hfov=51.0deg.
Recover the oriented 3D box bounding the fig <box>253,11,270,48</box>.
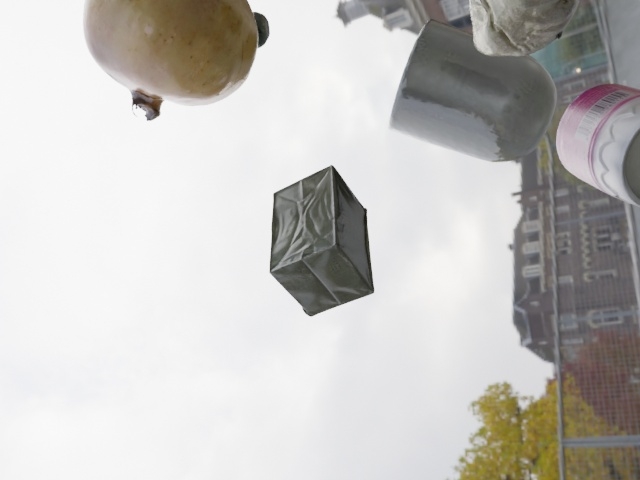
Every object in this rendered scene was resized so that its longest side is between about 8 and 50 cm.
[{"bbox_3d":[-0.238,-0.627,2.049,0.117,0.178,0.117,51,-150,-44],"label":"fig"}]

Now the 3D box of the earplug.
[{"bbox_3d":[0.415,-0.379,1.774,0.312,0.394,0.312,21,-90,-81],"label":"earplug"}]

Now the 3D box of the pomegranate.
[{"bbox_3d":[-0.290,-0.389,1.278,0.338,0.338,0.338,28,-124,-54],"label":"pomegranate"}]

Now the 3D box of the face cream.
[{"bbox_3d":[0.506,-0.154,1.086,0.195,0.175,0.175,-112,-3,-66],"label":"face cream"}]

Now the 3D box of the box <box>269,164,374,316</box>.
[{"bbox_3d":[0.000,0.000,1.313,0.149,0.155,0.231,50,-153,-38],"label":"box"}]

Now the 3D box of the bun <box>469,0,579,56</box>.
[{"bbox_3d":[0.392,-0.486,1.283,0.281,0.205,0.281,5,-90,-69],"label":"bun"}]
